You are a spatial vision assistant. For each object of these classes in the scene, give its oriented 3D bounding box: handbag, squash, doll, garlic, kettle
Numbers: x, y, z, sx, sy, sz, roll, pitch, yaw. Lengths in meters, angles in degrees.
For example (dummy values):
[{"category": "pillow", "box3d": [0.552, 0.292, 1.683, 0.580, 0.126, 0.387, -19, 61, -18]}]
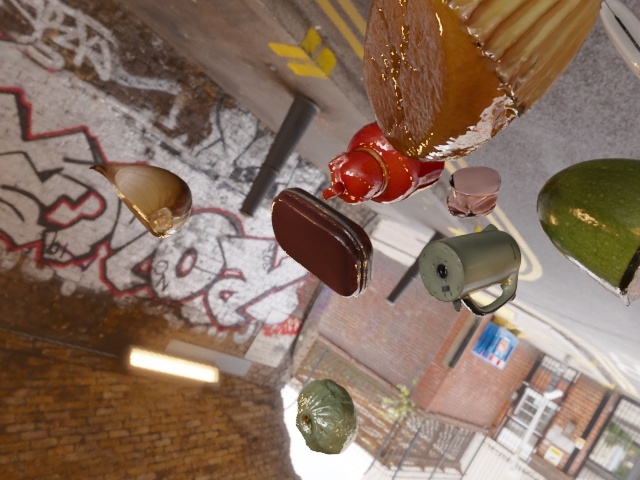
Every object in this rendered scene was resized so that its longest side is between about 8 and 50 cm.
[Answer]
[{"category": "handbag", "box3d": [0.527, -0.166, 1.713, 0.180, 0.205, 0.116, -2, 126, 12]}, {"category": "squash", "box3d": [0.627, -0.073, 1.079, 0.309, 0.310, 0.310, 45, -173, 40]}, {"category": "doll", "box3d": [0.142, -0.156, 0.935, 0.160, 0.363, 0.183, 62, 150, -2]}, {"category": "garlic", "box3d": [-0.333, -0.079, 0.971, 0.207, 0.128, 0.115, 33, 138, 21]}, {"category": "kettle", "box3d": [0.423, 0.087, 1.346, 0.256, 0.240, 0.165, -12, 171, -32]}]

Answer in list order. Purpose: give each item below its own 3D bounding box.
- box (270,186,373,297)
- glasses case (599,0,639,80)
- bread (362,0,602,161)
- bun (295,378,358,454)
[{"category": "box", "box3d": [0.000, 0.000, 1.492, 0.404, 0.108, 0.263, 36, 143, 35]}, {"category": "glasses case", "box3d": [0.596, -0.367, 0.932, 0.092, 0.059, 0.233, 15, -129, -42]}, {"category": "bread", "box3d": [0.155, -0.221, 0.590, 0.236, 0.183, 0.388, 55, 180, 7]}, {"category": "bun", "box3d": [0.003, 0.459, 1.270, 0.118, 0.195, 0.196, -10, -151, -42]}]
